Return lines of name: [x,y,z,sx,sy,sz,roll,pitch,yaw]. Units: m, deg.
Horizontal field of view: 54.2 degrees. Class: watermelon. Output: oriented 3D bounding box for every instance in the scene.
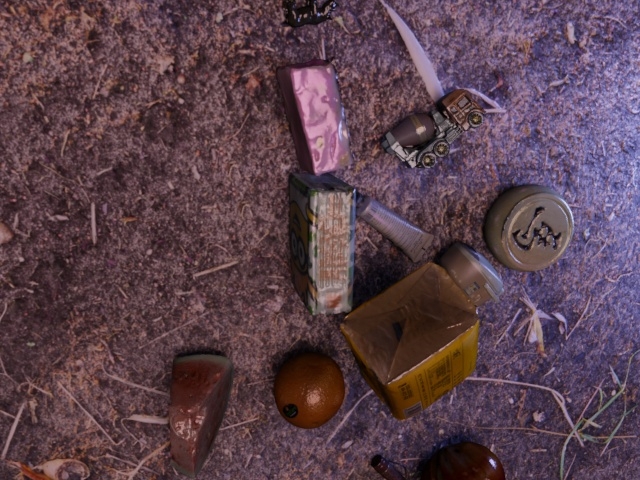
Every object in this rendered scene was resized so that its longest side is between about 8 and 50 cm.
watermelon: [-0.336,0.436,1.582,0.148,0.226,0.319,16,89,8]

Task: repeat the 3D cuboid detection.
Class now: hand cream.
hand cream: [0.190,-0.040,1.677,0.276,0.059,0.095,33,93,-27]

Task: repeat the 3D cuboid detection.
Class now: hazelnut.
hazelnut: [0.428,0.717,1.882,0.251,0.217,0.217,-34,113,19]

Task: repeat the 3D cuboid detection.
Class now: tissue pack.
tissue pack: [0.238,0.270,1.602,0.293,0.228,0.382,-33,151,-6]
tissue pack: [0.000,0.000,1.536,0.127,0.228,0.311,-4,106,-14]

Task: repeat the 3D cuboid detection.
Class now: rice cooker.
rice cooker: [0.416,0.097,1.731,0.127,0.145,0.206,-35,115,9]

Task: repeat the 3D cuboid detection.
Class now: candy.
candy: [-0.012,-0.295,1.490,0.115,0.155,0.265,-19,110,-15]

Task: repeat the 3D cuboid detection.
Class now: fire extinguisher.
fire extinguisher: [0.220,0.705,1.900,0.157,0.045,0.078,47,67,-21]

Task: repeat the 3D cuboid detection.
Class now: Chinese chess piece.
Chinese chess piece: [0.588,-0.033,1.765,0.250,0.101,0.251,-4,106,-14]

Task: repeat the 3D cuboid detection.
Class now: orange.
orange: [-0.030,0.400,1.664,0.205,0.206,0.206,-4,106,-15]

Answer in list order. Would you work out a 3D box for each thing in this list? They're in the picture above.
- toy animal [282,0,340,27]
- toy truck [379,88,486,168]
toy animal: [-0.019,-0.542,1.478,0.135,0.047,0.065,-15,114,-13]
toy truck: [0.286,-0.287,1.608,0.256,0.108,0.140,-41,98,1]
